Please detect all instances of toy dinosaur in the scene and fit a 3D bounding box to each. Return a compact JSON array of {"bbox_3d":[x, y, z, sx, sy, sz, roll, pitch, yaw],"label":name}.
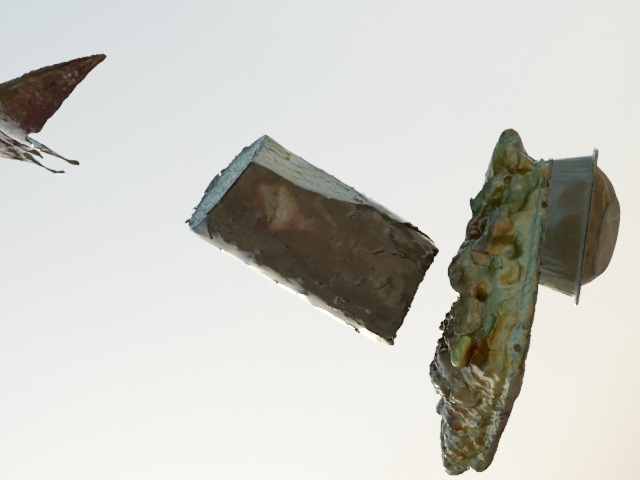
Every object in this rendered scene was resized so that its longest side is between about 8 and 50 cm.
[{"bbox_3d":[-0.362,-0.159,2.188,0.113,0.206,0.327,-60,-5,-17],"label":"toy dinosaur"}]

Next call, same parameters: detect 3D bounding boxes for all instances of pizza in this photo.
[{"bbox_3d":[0.161,0.067,1.801,0.268,0.087,0.258,94,-171,-59],"label":"pizza"}]

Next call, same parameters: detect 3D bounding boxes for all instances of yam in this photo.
[{"bbox_3d":[-0.001,0.001,1.799,0.128,0.238,0.129,-43,17,57],"label":"yam"}]

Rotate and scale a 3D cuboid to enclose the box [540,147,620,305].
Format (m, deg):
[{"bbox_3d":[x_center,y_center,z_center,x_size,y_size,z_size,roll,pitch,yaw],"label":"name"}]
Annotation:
[{"bbox_3d":[0.283,-0.018,2.085,0.111,0.111,0.177,-8,-74,-75],"label":"box"}]
